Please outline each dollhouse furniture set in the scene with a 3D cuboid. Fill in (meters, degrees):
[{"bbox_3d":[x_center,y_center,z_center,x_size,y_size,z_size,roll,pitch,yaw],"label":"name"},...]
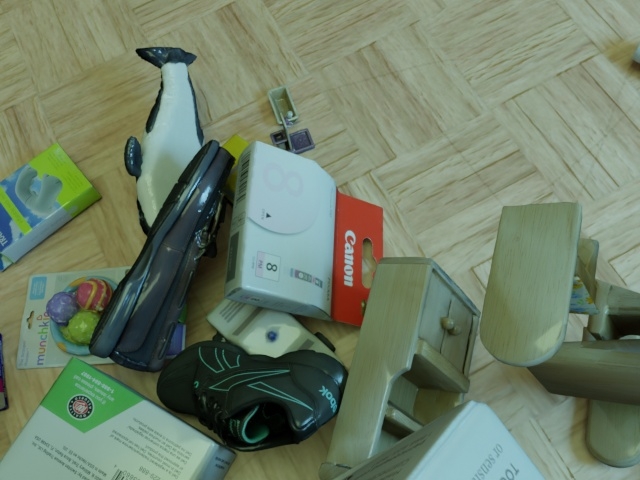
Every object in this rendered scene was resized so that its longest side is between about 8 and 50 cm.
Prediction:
[{"bbox_3d":[-0.071,-0.187,0.969,0.091,0.081,0.114,-19,66,-3],"label":"dollhouse furniture set"},{"bbox_3d":[0.230,0.164,0.651,0.394,0.362,0.257,0,62,36],"label":"dollhouse furniture set"}]

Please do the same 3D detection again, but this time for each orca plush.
[{"bbox_3d":[-0.240,-0.131,0.950,0.102,0.151,0.287,-12,88,42],"label":"orca plush"}]

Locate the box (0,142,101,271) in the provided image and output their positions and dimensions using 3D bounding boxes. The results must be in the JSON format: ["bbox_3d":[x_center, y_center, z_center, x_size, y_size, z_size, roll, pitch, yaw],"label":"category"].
[{"bbox_3d":[-0.427,-0.051,0.969,0.178,0.042,0.109,-40,68,-12],"label":"box"}]

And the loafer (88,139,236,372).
[{"bbox_3d":[-0.179,0.022,0.834,0.095,0.109,0.303,31,82,-19],"label":"loafer"}]

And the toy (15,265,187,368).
[{"bbox_3d":[-0.299,0.093,0.886,0.237,0.056,0.137,-4,66,4],"label":"toy"}]

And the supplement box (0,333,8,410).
[{"bbox_3d":[-0.486,0.147,0.792,0.113,0.220,0.111,-17,66,-1],"label":"supplement box"}]

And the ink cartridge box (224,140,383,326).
[{"bbox_3d":[0.000,0.000,0.824,0.232,0.066,0.189,14,65,-26],"label":"ink cartridge box"}]

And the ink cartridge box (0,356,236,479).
[{"bbox_3d":[-0.266,0.316,0.750,0.211,0.121,0.289,26,72,15],"label":"ink cartridge box"}]

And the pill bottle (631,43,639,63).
[{"bbox_3d":[0.513,-0.255,0.947,0.116,0.065,0.065,37,75,19],"label":"pill bottle"}]

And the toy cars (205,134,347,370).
[{"bbox_3d":[-0.071,0.026,0.857,0.176,0.087,0.394,-7,72,-1],"label":"toy cars"}]

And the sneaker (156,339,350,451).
[{"bbox_3d":[-0.098,0.178,0.755,0.267,0.101,0.106,-8,22,31],"label":"sneaker"}]

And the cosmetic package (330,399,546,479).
[{"bbox_3d":[0.061,0.404,0.464,0.394,0.329,0.327,53,38,9],"label":"cosmetic package"}]
